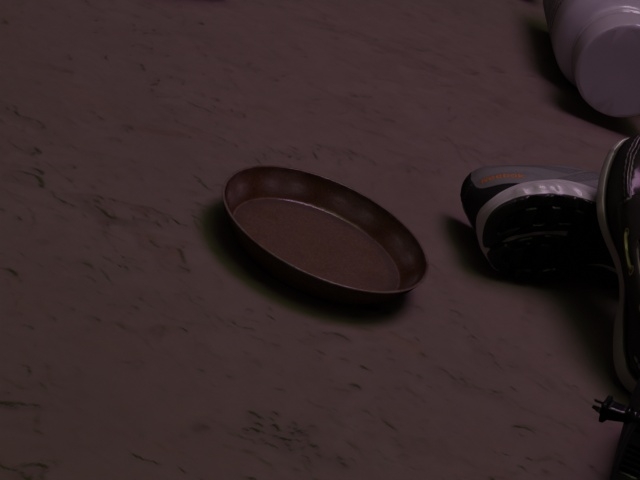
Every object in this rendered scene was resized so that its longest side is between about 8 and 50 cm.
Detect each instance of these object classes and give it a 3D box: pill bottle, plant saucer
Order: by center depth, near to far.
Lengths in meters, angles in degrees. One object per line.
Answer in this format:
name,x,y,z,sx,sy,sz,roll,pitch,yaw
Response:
plant saucer,0.000,0.000,1.468,0.168,0.029,0.168,20,25,-10
pill bottle,0.305,-0.221,2.027,0.131,0.131,0.229,20,26,-9

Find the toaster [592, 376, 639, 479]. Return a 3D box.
toaster,0.293,0.143,1.345,0.227,0.129,0.146,22,22,4

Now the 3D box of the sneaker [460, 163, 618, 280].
sneaker,0.241,-0.018,1.634,0.271,0.100,0.108,10,24,-26

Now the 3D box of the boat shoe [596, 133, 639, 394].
boat shoe,0.268,0.010,1.510,0.081,0.068,0.228,10,62,-20
